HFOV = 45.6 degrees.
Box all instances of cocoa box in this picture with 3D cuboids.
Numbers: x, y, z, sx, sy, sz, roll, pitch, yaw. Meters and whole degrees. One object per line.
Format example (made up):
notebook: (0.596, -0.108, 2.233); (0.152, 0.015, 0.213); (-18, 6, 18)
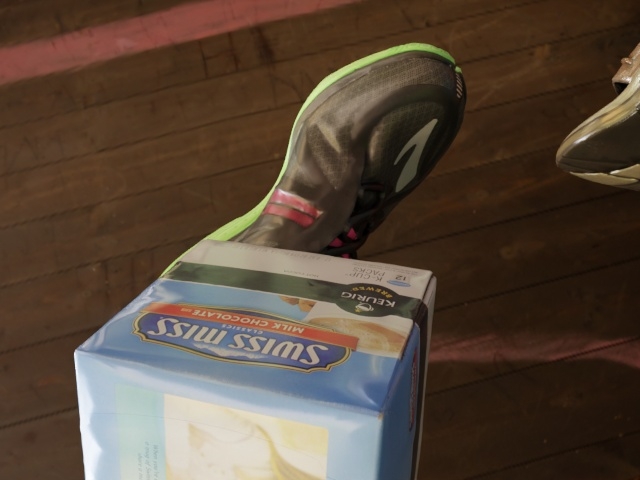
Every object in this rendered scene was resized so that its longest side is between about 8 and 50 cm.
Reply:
cocoa box: (-0.042, 0.208, 0.652); (0.231, 0.347, 0.228); (9, -157, 15)

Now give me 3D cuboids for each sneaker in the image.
sneaker: (0.000, 0.000, 0.849); (0.483, 0.185, 0.202); (-49, -143, 16)

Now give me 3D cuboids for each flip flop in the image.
flip flop: (0.270, -0.121, 0.575); (0.112, 0.277, 0.080); (15, -117, 2)
